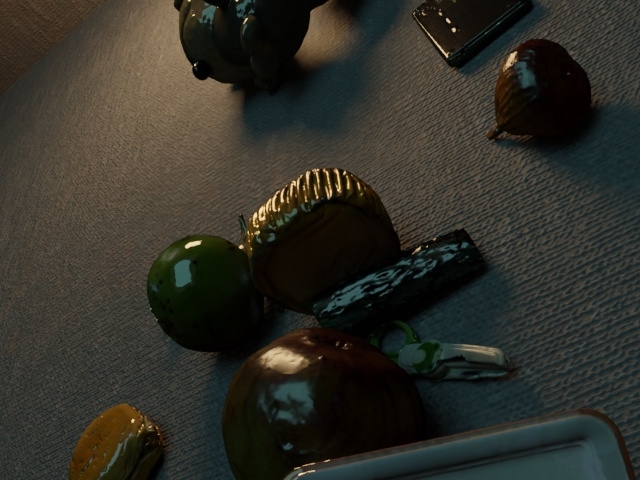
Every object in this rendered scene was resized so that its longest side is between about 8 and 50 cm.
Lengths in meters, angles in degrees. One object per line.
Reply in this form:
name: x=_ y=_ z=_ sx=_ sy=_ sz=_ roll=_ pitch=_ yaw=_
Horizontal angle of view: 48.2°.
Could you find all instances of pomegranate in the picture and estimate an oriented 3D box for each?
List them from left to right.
pomegranate: x=-0.147 y=0.058 z=1.072 sx=0.224 sy=0.182 sz=0.181 roll=-41 pitch=30 yaw=-27

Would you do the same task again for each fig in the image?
fig: x=-0.023 y=0.257 z=0.756 sx=0.217 sy=0.216 sz=0.321 roll=28 pitch=101 yaw=54
fig: x=0.274 y=-0.174 z=0.896 sx=0.119 sy=0.153 sz=0.119 roll=-2 pitch=68 yaw=5

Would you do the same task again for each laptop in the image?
laptop: x=0.237 y=-0.374 z=1.156 sx=0.154 sy=0.026 sz=0.207 roll=-38 pitch=37 yaw=17

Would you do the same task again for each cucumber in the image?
cucumber: x=0.091 y=0.045 z=0.882 sx=0.211 sy=0.062 sz=0.078 roll=-32 pitch=29 yaw=14

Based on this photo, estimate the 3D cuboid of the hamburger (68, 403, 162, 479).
hamburger: x=-0.307 y=0.321 z=1.066 sx=0.147 sy=0.083 sz=0.138 roll=-55 pitch=32 yaw=-13

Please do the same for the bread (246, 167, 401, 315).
bread: x=0.000 y=-0.001 z=0.940 sx=0.199 sy=0.199 sz=0.104 roll=-36 pitch=37 yaw=18

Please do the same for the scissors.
scissors: x=0.126 y=0.135 z=0.815 sx=0.204 sy=0.027 sz=0.101 roll=-9 pitch=55 yaw=46

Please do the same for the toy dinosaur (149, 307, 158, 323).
toy dinosaur: x=-0.251 y=0.109 z=1.230 sx=0.080 sy=0.045 sz=0.197 roll=-39 pitch=42 yaw=-7

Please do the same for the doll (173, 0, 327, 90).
doll: x=-0.117 y=-0.464 z=1.487 sx=0.378 sy=0.252 sz=0.382 roll=-34 pitch=30 yaw=-22

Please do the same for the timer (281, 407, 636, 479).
timer: x=0.117 y=0.285 z=0.522 sx=0.257 sy=0.161 sz=0.250 roll=-12 pitch=57 yaw=1
